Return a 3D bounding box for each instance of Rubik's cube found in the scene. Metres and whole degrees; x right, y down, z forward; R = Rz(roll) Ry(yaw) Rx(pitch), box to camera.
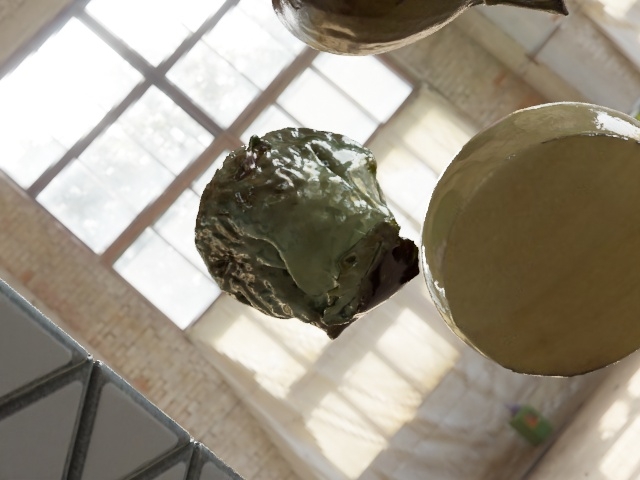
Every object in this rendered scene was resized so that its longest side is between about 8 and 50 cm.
[{"bbox_3d":[-0.203,0.158,0.730,0.233,0.229,0.228,-32,-3,10],"label":"Rubik's cube"}]

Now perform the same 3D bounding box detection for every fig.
[{"bbox_3d":[0.108,-0.275,1.222,0.217,0.321,0.217,-163,90,-85],"label":"fig"}]

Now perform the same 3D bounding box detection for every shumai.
[{"bbox_3d":[-0.004,-0.001,0.955,0.184,0.142,0.184,-19,-60,-37],"label":"shumai"}]

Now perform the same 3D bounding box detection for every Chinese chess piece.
[{"bbox_3d":[0.213,-0.001,1.027,0.251,0.251,0.097,-51,19,15],"label":"Chinese chess piece"}]
